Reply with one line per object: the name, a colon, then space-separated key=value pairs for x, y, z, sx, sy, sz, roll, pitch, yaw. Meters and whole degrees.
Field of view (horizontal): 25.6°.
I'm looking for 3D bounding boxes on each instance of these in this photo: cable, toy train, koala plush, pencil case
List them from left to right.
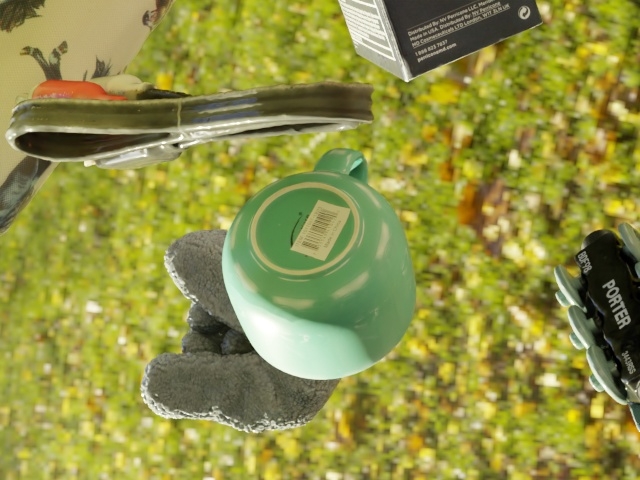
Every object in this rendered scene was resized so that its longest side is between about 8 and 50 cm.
pencil case: x=-0.246 y=-0.155 z=1.089 sx=0.410 sy=0.183 sz=0.160 roll=-57 pitch=-15 yaw=-11
cable: x=-0.098 y=-0.094 z=0.917 sx=0.287 sy=0.139 sz=0.072 roll=-9 pitch=78 yaw=46
koala plush: x=-0.037 y=0.100 z=1.443 sx=0.203 sy=0.221 sz=0.196 roll=16 pitch=97 yaw=23
toy train: x=0.390 y=0.119 z=1.671 sx=0.142 sy=0.190 sz=0.334 roll=-36 pitch=27 yaw=16

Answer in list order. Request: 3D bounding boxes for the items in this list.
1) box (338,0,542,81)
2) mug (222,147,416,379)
box: x=0.098 y=-0.369 z=1.645 sx=0.296 sy=0.183 sz=0.294 roll=-126 pitch=12 yaw=-73
mug: x=-0.007 y=0.006 z=0.976 sx=0.097 sy=0.129 sz=0.157 roll=72 pitch=175 yaw=-57
